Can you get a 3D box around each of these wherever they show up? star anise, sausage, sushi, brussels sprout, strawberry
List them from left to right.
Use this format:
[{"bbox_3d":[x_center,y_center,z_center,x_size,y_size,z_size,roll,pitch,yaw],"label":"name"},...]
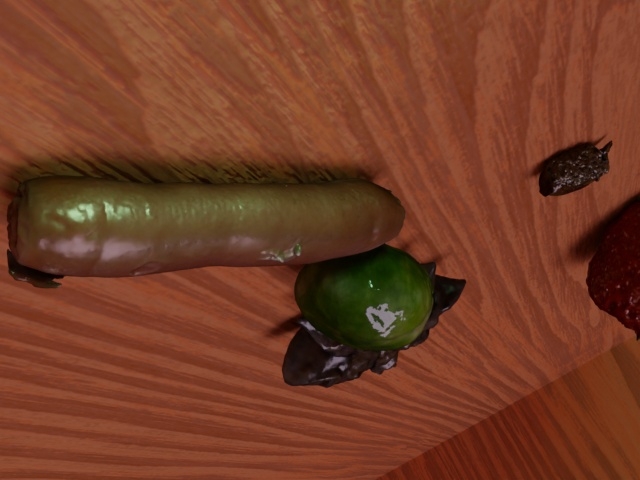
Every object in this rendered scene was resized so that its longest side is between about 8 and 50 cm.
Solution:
[{"bbox_3d":[-0.082,-0.016,0.696,0.419,0.094,0.094,-4,166,-40],"label":"sausage"},{"bbox_3d":[0.061,0.070,0.890,0.181,0.143,0.161,0,151,-29],"label":"brussels sprout"},{"bbox_3d":[0.079,0.127,1.082,0.315,0.108,0.315,-21,156,-10],"label":"star anise"},{"bbox_3d":[0.356,-0.100,0.998,0.120,0.052,0.055,-17,167,-15],"label":"sushi"},{"bbox_3d":[0.624,0.042,1.311,0.257,0.257,0.276,-18,119,-18],"label":"strawberry"}]
